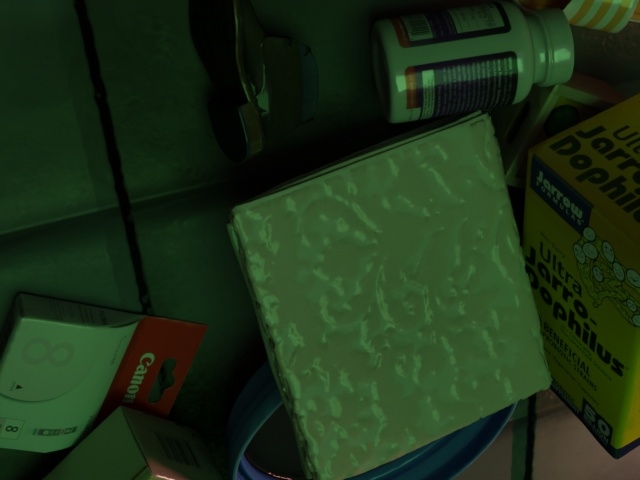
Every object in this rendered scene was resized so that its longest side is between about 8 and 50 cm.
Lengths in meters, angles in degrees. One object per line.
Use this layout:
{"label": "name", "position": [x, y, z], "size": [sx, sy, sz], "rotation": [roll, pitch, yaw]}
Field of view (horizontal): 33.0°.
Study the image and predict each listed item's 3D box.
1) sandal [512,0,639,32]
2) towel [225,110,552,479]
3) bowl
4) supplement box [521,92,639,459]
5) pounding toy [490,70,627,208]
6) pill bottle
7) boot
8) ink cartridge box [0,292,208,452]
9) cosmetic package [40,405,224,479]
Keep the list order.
{"label": "sandal", "position": [0.332, -0.271, 1.157], "size": [0.265, 0.076, 0.102], "rotation": [2, 122, -22]}
{"label": "towel", "position": [0.084, 0.062, 1.157], "size": [0.317, 0.053, 0.332], "rotation": [-21, 106, -19]}
{"label": "bowl", "position": [0.063, 0.220, 1.354], "size": [0.391, 0.077, 0.391], "rotation": [-16, 137, -16]}
{"label": "supplement box", "position": [0.357, 0.041, 1.211], "size": [0.195, 0.194, 0.356], "rotation": [-26, 139, -17]}
{"label": "pounding toy", "position": [0.293, -0.091, 1.254], "size": [0.206, 0.094, 0.181], "rotation": [13, 117, -27]}
{"label": "pill bottle", "position": [0.155, -0.187, 1.114], "size": [0.193, 0.108, 0.108], "rotation": [-9, 126, -5]}
{"label": "boot", "position": [-0.063, -0.196, 1.079], "size": [0.106, 0.082, 0.219], "rotation": [-25, 124, -34]}
{"label": "ink cartridge box", "position": [-0.263, 0.164, 1.247], "size": [0.232, 0.066, 0.189], "rotation": [15, 117, -24]}
{"label": "cosmetic package", "position": [-0.279, 0.352, 1.313], "size": [0.309, 0.113, 0.160], "rotation": [-45, 142, 12]}
